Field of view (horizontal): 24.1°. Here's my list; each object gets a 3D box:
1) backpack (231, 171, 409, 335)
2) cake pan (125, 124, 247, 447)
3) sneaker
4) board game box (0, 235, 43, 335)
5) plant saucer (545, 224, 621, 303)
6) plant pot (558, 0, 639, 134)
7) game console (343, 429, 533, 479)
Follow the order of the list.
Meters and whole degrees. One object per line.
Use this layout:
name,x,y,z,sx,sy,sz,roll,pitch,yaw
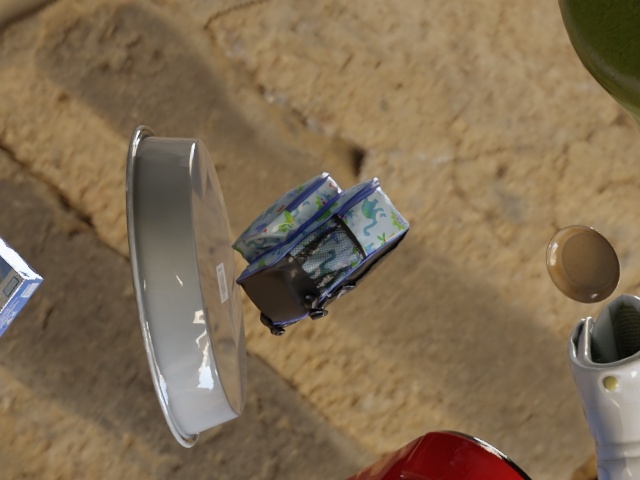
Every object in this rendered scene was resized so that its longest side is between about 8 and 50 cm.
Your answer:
backpack,0.000,0.000,1.070,0.114,0.105,0.084,-36,-87,-24
cake pan,-0.115,0.037,1.351,0.054,0.293,0.293,-8,-128,4
sneaker,0.271,0.117,1.167,0.292,0.108,0.169,-21,-81,-67
board game box,-0.366,0.067,1.398,0.136,0.201,0.035,42,-166,16
plant saucer,0.267,0.023,1.508,0.083,0.083,0.015,50,-141,12
plant pot,0.287,-0.063,0.583,0.353,0.366,0.366,35,-141,-33
game console,0.161,0.320,1.145,0.060,0.342,0.386,-42,-92,-25
